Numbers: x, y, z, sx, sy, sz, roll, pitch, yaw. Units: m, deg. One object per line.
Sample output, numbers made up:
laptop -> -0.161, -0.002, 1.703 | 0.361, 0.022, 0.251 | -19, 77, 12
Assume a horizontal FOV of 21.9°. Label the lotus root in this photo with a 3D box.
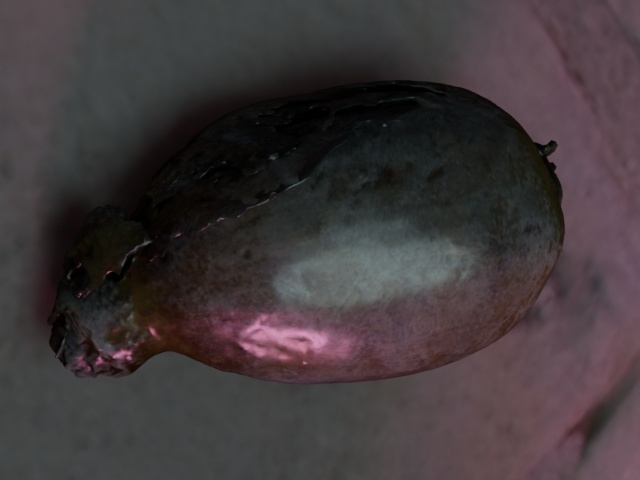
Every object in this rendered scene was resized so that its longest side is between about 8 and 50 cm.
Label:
lotus root -> 0.001, -0.001, 0.481 | 0.165, 0.088, 0.088 | -11, 115, -20
